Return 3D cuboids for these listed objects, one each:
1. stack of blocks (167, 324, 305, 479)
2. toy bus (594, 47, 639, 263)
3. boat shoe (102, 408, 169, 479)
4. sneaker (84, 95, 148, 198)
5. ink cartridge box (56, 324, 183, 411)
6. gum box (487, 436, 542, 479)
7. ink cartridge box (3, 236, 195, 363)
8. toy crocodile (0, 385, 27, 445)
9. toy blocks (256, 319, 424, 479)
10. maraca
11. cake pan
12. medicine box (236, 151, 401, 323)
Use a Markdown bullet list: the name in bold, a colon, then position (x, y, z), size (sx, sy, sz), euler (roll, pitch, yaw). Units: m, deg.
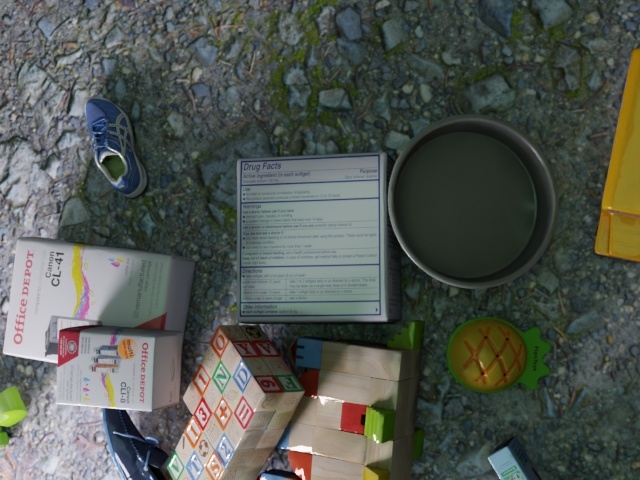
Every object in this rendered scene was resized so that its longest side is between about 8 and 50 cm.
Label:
- **stack of blocks**: position (-0.158, 0.311, 1.803), size (0.171, 0.087, 0.297), euler (50, 123, 40)
- **toy bus**: position (0.528, -0.132, 1.714), size (0.108, 0.130, 0.332), euler (11, 88, 15)
- **boat shoe**: position (-0.311, 0.404, 1.905), size (0.089, 0.109, 0.258), euler (-23, 96, 4)
- **sneaker**: position (-0.389, -0.182, 1.975), size (0.080, 0.081, 0.211), euler (-30, 77, 11)
- **ink cartridge box**: position (-0.335, 0.213, 1.773), size (0.176, 0.127, 0.128), euler (2, 89, 13)
- **gum box**: position (0.341, 0.413, 1.698), size (0.041, 0.157, 0.184), euler (-34, 79, 10)
- **ink cartridge box**: position (-0.403, 0.121, 1.925), size (0.306, 0.131, 0.226), euler (7, 88, 12)
- **toy crocodile**: position (-0.705, 0.357, 1.993), size (0.341, 0.105, 0.115), euler (-17, 81, 13)
- **toy blocks**: position (0.023, 0.312, 1.793), size (0.261, 0.191, 0.381), euler (6, 91, 27)
- **maraca**: position (0.299, 0.193, 1.764), size (0.186, 0.099, 0.127), euler (5, 88, -11)
- **cake pan**: position (0.252, -0.064, 1.771), size (0.293, 0.054, 0.293), euler (1, 85, -8)
- **medicine box**: position (0.000, 0.000, 1.825), size (0.263, 0.149, 0.289), euler (-1, 84, 14)
